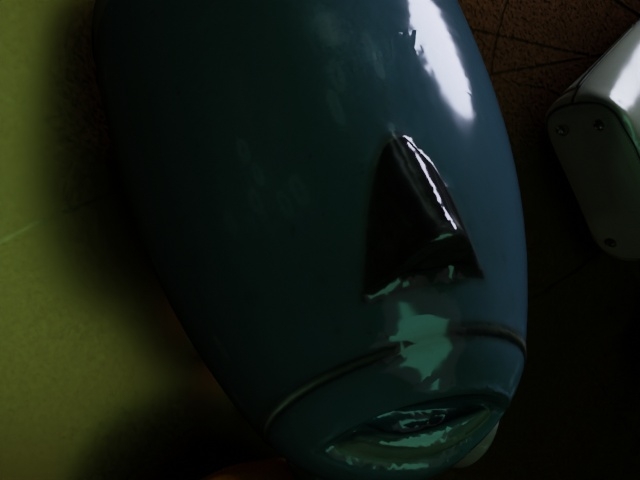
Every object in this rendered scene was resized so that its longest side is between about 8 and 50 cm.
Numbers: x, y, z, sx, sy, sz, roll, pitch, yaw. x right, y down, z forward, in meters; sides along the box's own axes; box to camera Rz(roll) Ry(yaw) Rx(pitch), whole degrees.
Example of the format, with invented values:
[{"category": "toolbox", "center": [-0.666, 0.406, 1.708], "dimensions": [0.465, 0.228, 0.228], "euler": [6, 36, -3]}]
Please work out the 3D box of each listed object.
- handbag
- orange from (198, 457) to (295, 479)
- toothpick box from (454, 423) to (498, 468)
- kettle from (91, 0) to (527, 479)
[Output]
[{"category": "handbag", "center": [0.391, -0.138, 0.857], "dimensions": [0.315, 0.109, 0.241], "euler": [-37, 110, -24]}, {"category": "orange", "center": [-0.030, 0.281, 0.590], "dimensions": [0.240, 0.240, 0.239], "euler": [-3, 96, -28]}, {"category": "toothpick box", "center": [0.055, 0.133, 0.694], "dimensions": [0.181, 0.111, 0.111], "euler": [18, 86, -30]}, {"category": "kettle", "center": [0.000, 0.000, 0.514], "dimensions": [0.247, 0.319, 0.342], "euler": [-8, 58, -16]}]
